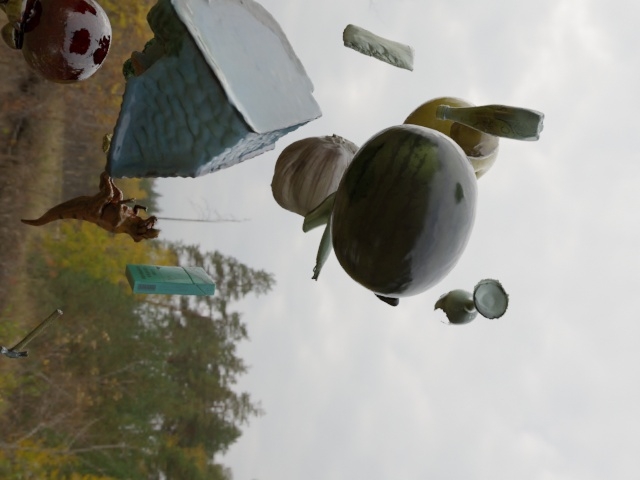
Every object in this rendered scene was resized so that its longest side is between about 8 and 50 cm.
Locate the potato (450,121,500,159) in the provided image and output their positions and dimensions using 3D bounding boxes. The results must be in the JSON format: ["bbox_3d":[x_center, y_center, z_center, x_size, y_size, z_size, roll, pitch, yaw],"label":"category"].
[{"bbox_3d":[0.437,-0.295,1.815,0.137,0.175,0.137,-5,-98,35],"label":"potato"}]

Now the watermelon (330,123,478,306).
[{"bbox_3d":[0.157,-0.043,1.253,0.279,0.278,0.360,-120,-137,-57],"label":"watermelon"}]

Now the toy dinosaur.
[{"bbox_3d":[-0.596,-0.107,1.752,0.097,0.431,0.208,39,62,-66],"label":"toy dinosaur"}]

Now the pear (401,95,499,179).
[{"bbox_3d":[0.420,-0.318,2.169,0.348,0.348,0.349,-177,-90,-71],"label":"pear"}]

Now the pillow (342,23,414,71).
[{"bbox_3d":[0.170,-0.561,1.873,0.051,0.229,0.128,119,-19,-44],"label":"pillow"}]

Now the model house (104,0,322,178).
[{"bbox_3d":[-0.235,-0.259,1.237,0.339,0.360,0.298,-33,-86,28],"label":"model house"}]

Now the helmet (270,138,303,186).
[{"bbox_3d":[-0.034,-0.246,2.168,0.305,0.224,0.177,-56,170,-25],"label":"helmet"}]

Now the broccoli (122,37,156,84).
[{"bbox_3d":[-0.376,-0.395,1.676,0.270,0.269,0.270,126,-39,-57],"label":"broccoli"}]

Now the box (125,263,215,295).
[{"bbox_3d":[-0.429,0.112,1.834,0.161,0.226,0.042,-144,-118,-61],"label":"box"}]

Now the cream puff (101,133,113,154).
[{"bbox_3d":[-0.694,-0.317,2.127,0.058,0.083,0.083,-36,-130,20],"label":"cream puff"}]

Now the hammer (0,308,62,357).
[{"bbox_3d":[-0.655,0.215,1.475,0.182,0.062,0.017,-37,-133,14],"label":"hammer"}]

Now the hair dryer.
[{"bbox_3d":[0.000,0.000,1.616,0.206,0.075,0.237,-28,-139,52],"label":"hair dryer"}]

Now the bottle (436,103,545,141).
[{"bbox_3d":[0.424,-0.308,1.630,0.083,0.269,0.083,-43,140,-50],"label":"bottle"}]

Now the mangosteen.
[{"bbox_3d":[-0.597,-0.470,1.426,0.215,0.257,0.215,-21,-124,36],"label":"mangosteen"}]

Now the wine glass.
[{"bbox_3d":[0.520,0.226,2.260,0.321,0.143,0.144,139,-49,-68],"label":"wine glass"}]

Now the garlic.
[{"bbox_3d":[0.015,-0.185,1.900,0.260,0.317,0.317,-65,-155,14],"label":"garlic"}]
